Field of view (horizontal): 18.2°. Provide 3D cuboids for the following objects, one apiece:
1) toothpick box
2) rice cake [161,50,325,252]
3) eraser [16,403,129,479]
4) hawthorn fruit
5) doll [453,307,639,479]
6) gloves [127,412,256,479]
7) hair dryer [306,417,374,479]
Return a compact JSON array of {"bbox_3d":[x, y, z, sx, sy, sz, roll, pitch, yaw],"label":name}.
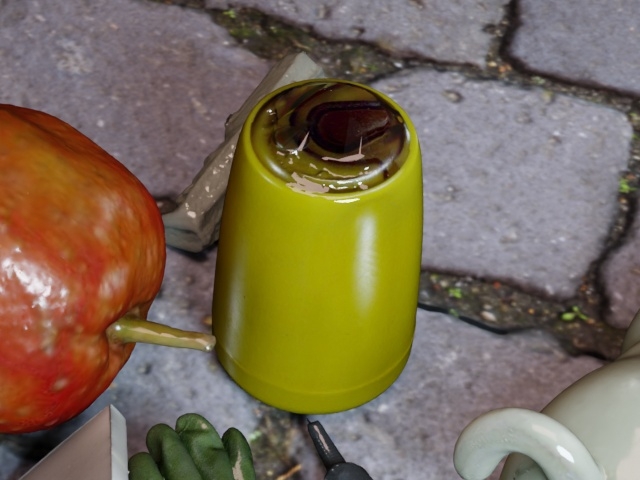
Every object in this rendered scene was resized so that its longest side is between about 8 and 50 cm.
[{"bbox_3d":[0.000,0.000,1.631,0.175,0.271,0.175,2,48,-2],"label":"toothpick box"},{"bbox_3d":[-0.070,-0.085,1.854,0.057,0.052,0.256,0,40,36],"label":"rice cake"},{"bbox_3d":[-0.190,0.190,1.523,0.104,0.023,0.150,-39,18,7],"label":"eraser"},{"bbox_3d":[-0.239,0.030,1.599,0.330,0.287,0.287,20,49,5],"label":"hawthorn fruit"},{"bbox_3d":[0.287,0.160,1.561,0.215,0.226,0.370,6,28,44],"label":"doll"},{"bbox_3d":[-0.120,0.247,1.495,0.107,0.135,0.268,14,57,17],"label":"gloves"},{"bbox_3d":[0.013,0.237,1.551,0.235,0.091,0.272,4,31,-23],"label":"hair dryer"}]
